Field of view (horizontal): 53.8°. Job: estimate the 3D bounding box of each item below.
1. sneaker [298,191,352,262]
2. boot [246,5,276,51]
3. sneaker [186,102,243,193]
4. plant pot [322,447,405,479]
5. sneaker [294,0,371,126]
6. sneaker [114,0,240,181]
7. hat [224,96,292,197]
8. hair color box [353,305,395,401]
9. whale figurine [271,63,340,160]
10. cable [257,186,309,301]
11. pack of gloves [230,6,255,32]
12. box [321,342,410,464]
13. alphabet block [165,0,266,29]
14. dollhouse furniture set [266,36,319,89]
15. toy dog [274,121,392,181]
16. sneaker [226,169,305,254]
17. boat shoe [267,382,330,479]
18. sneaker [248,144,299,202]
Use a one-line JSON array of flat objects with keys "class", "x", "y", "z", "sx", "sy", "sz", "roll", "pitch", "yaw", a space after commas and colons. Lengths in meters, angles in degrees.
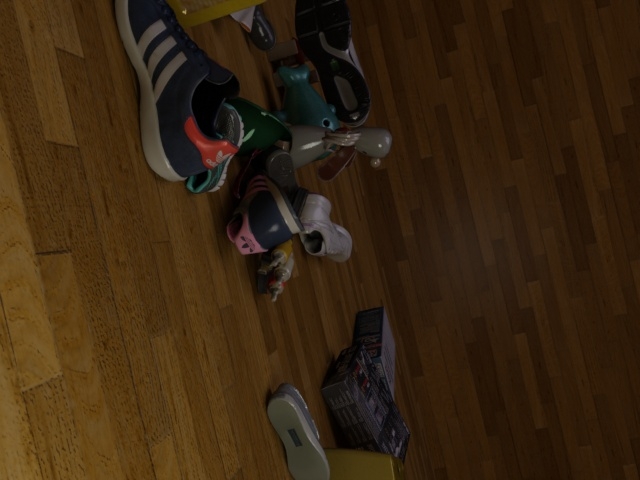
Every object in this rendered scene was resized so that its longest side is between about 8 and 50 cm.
[{"class": "sneaker", "x": 0.000, "y": 0.000, "z": 1.770, "sx": 0.305, "sy": 0.114, "sz": 0.152, "roll": 54, "pitch": 39, "yaw": -51}, {"class": "boot", "x": -0.183, "y": -0.563, "z": 1.557, "sx": 0.190, "sy": 0.076, "sz": 0.208, "roll": 60, "pitch": 8, "yaw": -8}, {"class": "sneaker", "x": -0.177, "y": -0.144, "z": 1.038, "sx": 0.076, "sy": 0.064, "sz": 0.167, "roll": -49, "pitch": 162, "yaw": -60}, {"class": "plant pot", "x": 0.082, "y": 0.540, "z": 1.314, "sx": 0.212, "sy": 0.187, "sz": 0.212, "roll": 53, "pitch": 27, "yaw": -61}, {"class": "sneaker", "x": 0.041, "y": -0.549, "z": 1.936, "sx": 0.257, "sy": 0.169, "sz": 0.448, "roll": 9, "pitch": 65, "yaw": -84}, {"class": "sneaker", "x": -0.207, "y": -0.273, "z": 0.969, "sx": 0.131, "sy": 0.148, "sz": 0.350, "roll": -3, "pitch": 80, "yaw": -78}, {"class": "hat", "x": -0.172, "y": -0.175, "z": 1.271, "sx": 0.184, "sy": 0.172, "sz": 0.208, "roll": -64, "pitch": 169, "yaw": -6}, {"class": "hair color box", "x": 0.182, "y": 0.380, "z": 2.119, "sx": 0.347, "sy": 0.105, "sz": 0.174, "roll": -72, "pitch": 146, "yaw": -68}, {"class": "whale figurine", "x": -0.034, "y": -0.353, "z": 1.719, "sx": 0.216, "sy": 0.141, "sz": 0.272, "roll": -13, "pitch": 94, "yaw": -34}, {"class": "cable", "x": -0.063, "y": 0.010, "z": 1.315, "sx": 0.287, "sy": 0.072, "sz": 0.140, "roll": -63, "pitch": 166, "yaw": -49}, {"class": "pack of gloves", "x": -0.200, "y": -0.607, "z": 1.411, "sx": 0.195, "sy": 0.046, "sz": 0.232, "roll": 39, "pitch": 39, "yaw": -35}, {"class": "box", "x": 0.129, "y": 0.459, "z": 1.676, "sx": 0.308, "sy": 0.076, "sz": 0.242, "roll": 62, "pitch": 20, "yaw": -7}, {"class": "alphabet block", "x": -0.209, "y": -0.537, "z": 1.147, "sx": 0.193, "sy": 0.192, "sz": 0.197, "roll": 62, "pitch": 20, "yaw": -44}, {"class": "dollhouse furniture set", "x": -0.047, "y": -0.496, "z": 1.953, "sx": 0.262, "sy": 0.135, "sz": 0.259, "roll": -50, "pitch": 126, "yaw": -75}, {"class": "toy dog", "x": -0.008, "y": -0.195, "z": 1.515, "sx": 0.220, "sy": 0.333, "sz": 0.161, "roll": -23, "pitch": 118, "yaw": -53}, {"class": "sneaker", "x": -0.131, "y": -0.057, "z": 1.225, "sx": 0.112, "sy": 0.131, "sz": 0.319, "roll": 60, "pitch": -5, "yaw": -16}, {"class": "boat shoe", "x": -0.034, "y": 0.376, "z": 1.220, "sx": 0.081, "sy": 0.079, "sz": 0.228, "roll": -64, "pitch": 136, "yaw": -64}, {"class": "sneaker", "x": -0.107, "y": -0.131, "z": 1.433, "sx": 0.118, "sy": 0.083, "sz": 0.222, "roll": 46, "pitch": -33, "yaw": 42}]
